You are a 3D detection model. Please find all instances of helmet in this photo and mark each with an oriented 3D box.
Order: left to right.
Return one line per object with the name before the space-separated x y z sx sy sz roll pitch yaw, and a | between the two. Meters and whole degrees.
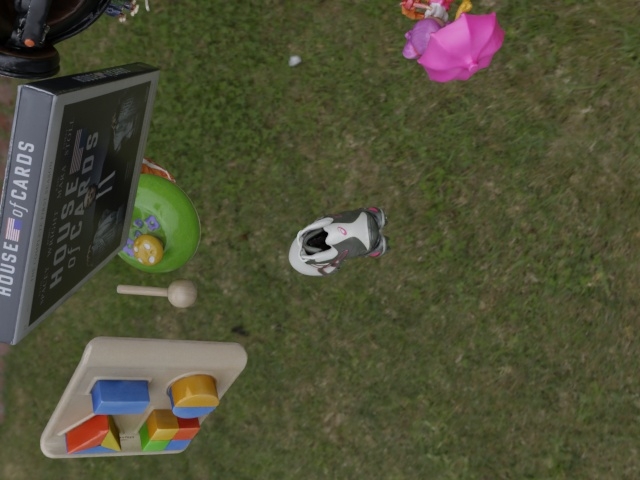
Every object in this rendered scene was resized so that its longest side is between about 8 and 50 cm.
helmet | -0.260 -0.234 0.632 0.170 0.161 0.169 -5 133 -6

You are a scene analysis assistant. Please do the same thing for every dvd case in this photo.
dvd case | -0.188 -0.045 0.589 0.030 0.238 0.179 16 107 -1

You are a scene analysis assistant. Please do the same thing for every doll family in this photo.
doll family | -0.523 -0.591 1.816 0.193 0.111 0.075 -3 76 54

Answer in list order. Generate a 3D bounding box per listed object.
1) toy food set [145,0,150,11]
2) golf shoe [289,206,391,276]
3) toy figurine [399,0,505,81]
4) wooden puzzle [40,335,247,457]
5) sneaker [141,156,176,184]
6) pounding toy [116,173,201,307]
toy food set | -0.363 -0.566 1.477 0.039 0.192 0.132 -14 61 2
golf shoe | 0.000 0.000 1.261 0.273 0.120 0.105 -25 73 56
toy figurine | 0.122 -0.230 0.714 0.173 0.130 0.159 7 79 47
wooden puzzle | -0.343 0.331 1.451 0.347 0.322 0.080 -57 40 33
sneaker | -0.351 -0.131 1.472 0.064 0.175 0.067 31 91 29
pounding toy | -0.308 0.012 1.266 0.183 0.110 0.236 5 112 17
